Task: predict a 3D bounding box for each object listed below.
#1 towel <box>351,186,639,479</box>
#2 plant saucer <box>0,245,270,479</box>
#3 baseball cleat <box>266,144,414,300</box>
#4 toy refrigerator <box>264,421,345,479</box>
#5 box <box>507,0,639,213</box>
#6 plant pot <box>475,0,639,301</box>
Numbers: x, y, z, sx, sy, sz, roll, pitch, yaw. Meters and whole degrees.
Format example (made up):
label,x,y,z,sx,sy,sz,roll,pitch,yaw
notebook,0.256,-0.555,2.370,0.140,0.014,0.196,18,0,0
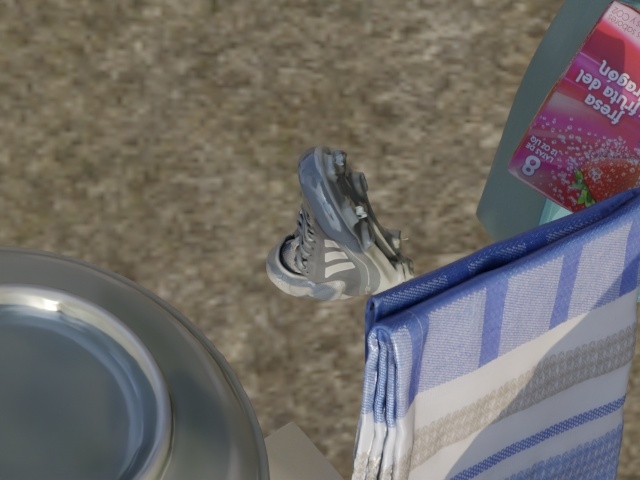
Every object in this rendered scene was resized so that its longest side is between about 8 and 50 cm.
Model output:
label,x,y,z,sx,sy,sz,roll,pitch,yaw
towel,0.096,0.124,0.958,0.034,0.209,0.285,32,131,40
plant saucer,-0.221,0.143,1.313,0.400,0.400,0.100,57,146,25
baseball cleat,0.000,0.000,1.339,0.109,0.206,0.072,-13,58,15
toy refrigerator,0.016,0.318,1.771,0.269,0.094,0.102,47,136,14
box,0.252,-0.029,1.080,0.257,0.128,0.122,32,101,4
plant pot,0.249,-0.090,1.463,0.165,0.165,0.234,-114,35,-67
